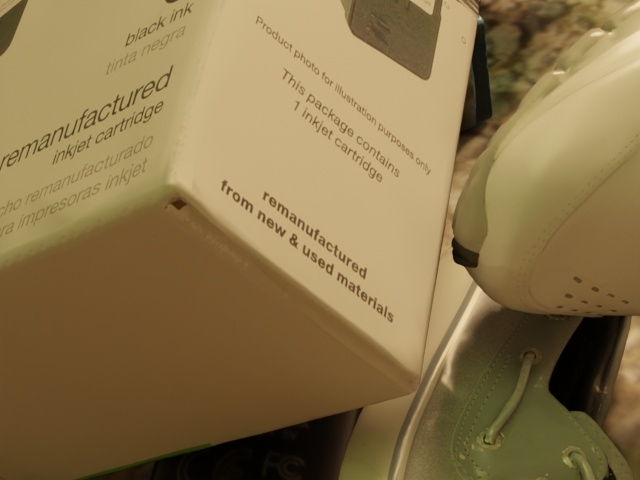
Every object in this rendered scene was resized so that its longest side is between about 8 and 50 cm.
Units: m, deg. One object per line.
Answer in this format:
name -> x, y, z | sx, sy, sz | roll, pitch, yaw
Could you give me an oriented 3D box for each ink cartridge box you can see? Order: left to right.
ink cartridge box -> -0.051, -0.066, 0.534 | 0.198, 0.115, 0.272 | -21, 44, 38

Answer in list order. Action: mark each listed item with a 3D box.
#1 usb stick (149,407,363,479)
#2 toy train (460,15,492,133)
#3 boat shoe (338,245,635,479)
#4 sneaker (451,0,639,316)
usb stick -> 0.000, 0.000, 0.573 | 0.077, 0.045, 0.278 | 7, 56, 12
toy train -> -0.010, -0.079, 0.704 | 0.184, 0.080, 0.105 | -21, 44, -10
boat shoe -> 0.062, 0.074, 0.481 | 0.081, 0.079, 0.227 | -2, 35, 22
sneaker -> 0.185, -0.015, 0.493 | 0.297, 0.111, 0.129 | -8, 44, -23
